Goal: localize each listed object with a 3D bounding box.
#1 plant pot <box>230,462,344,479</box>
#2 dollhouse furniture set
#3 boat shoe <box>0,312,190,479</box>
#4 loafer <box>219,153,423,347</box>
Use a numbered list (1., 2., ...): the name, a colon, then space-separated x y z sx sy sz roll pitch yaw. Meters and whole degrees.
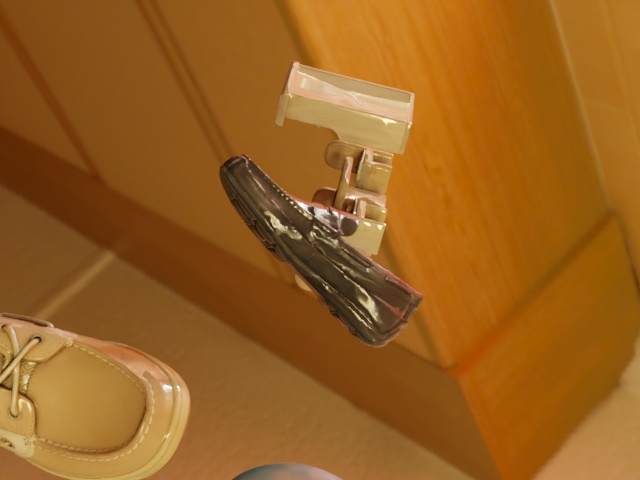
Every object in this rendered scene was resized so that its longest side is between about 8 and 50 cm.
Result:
1. plant pot: -0.042 0.340 1.212 0.272 0.271 0.255 -15 -163 13
2. dollhouse furniture set: 0.009 -0.081 1.678 0.161 0.242 0.212 14 -150 -2
3. boat shoe: -0.261 0.125 1.130 0.341 0.110 0.121 7 -107 36
4. loafer: 0.000 0.000 1.194 0.078 0.223 0.076 -46 -170 -8
